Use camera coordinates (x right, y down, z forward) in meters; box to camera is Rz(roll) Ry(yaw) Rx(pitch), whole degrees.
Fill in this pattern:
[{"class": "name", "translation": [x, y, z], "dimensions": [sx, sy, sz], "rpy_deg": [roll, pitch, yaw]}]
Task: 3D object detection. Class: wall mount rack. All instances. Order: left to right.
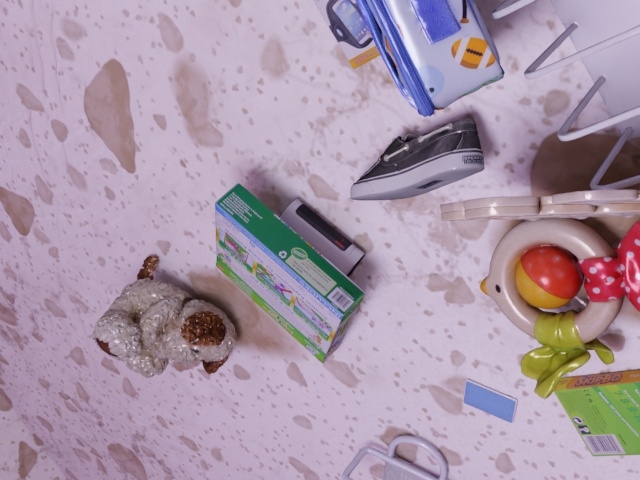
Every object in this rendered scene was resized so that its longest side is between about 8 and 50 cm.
[{"class": "wall mount rack", "translation": [0.182, 0.519, 1.420], "dimensions": [0.304, 0.130, 0.350], "rpy_deg": [22, 134, 24]}]

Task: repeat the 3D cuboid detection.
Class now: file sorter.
[{"class": "file sorter", "translation": [0.284, -0.206, 0.726], "dimensions": [0.193, 0.173, 0.278], "rpy_deg": [-19, 109, 46]}]

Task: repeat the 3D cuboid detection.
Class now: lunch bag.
[{"class": "lunch bag", "translation": [0.070, -0.277, 0.781], "dimensions": [0.115, 0.243, 0.303], "rpy_deg": [-26, 105, 13]}]

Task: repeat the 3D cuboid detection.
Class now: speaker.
[{"class": "speaker", "translation": [0.000, 0.000, 1.207], "dimensions": [0.136, 0.055, 0.055], "rpy_deg": [40, 138, 7]}]

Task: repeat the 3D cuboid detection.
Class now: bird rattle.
[{"class": "bird rattle", "translation": [0.299, 0.060, 0.959], "dimensions": [0.207, 0.143, 0.253], "rpy_deg": [39, 137, 17]}]

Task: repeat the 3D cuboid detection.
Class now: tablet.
[{"class": "tablet", "translation": [0.259, 0.246, 1.232], "dimensions": [0.083, 0.006, 0.054], "rpy_deg": [20, 132, 25]}]

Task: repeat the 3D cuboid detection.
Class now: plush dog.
[{"class": "plush dog", "translation": [-0.261, 0.156, 1.484], "dimensions": [0.225, 0.210, 0.262], "rpy_deg": [19, 162, 8]}]

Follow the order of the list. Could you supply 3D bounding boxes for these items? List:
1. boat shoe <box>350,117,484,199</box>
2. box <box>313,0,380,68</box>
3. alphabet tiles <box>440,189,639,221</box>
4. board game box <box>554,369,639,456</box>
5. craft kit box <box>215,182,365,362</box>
[{"class": "boat shoe", "translation": [0.119, -0.099, 1.028], "dimensions": [0.219, 0.078, 0.070], "rpy_deg": [-16, 77, 49]}, {"class": "box", "translation": [0.039, -0.284, 0.970], "dimensions": [0.081, 0.028, 0.136], "rpy_deg": [-19, 111, 46]}, {"class": "alphabet tiles", "translation": [0.273, -0.033, 0.807], "dimensions": [0.278, 0.284, 0.021], "rpy_deg": [178, 90, -79]}, {"class": "board game box", "translation": [0.446, 0.222, 1.041], "dimensions": [0.259, 0.039, 0.124], "rpy_deg": [-17, 111, 48]}, {"class": "craft kit box", "translation": [-0.057, 0.059, 1.234], "dimensions": [0.250, 0.061, 0.246], "rpy_deg": [41, 155, 11]}]
